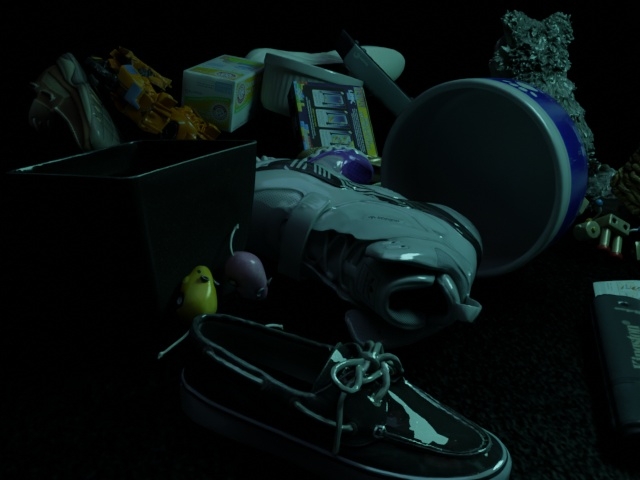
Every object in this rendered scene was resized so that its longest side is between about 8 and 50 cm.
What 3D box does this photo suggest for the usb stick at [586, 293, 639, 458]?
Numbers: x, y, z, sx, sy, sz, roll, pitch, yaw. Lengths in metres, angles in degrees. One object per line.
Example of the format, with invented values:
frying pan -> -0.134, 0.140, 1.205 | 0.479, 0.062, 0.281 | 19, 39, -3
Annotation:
usb stick -> 0.347, 0.139, 0.810 | 0.077, 0.045, 0.278 | 1, 25, 14

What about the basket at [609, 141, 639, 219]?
basket -> 0.651, -0.127, 1.194 | 0.299, 0.223, 0.213 | -7, 49, -41

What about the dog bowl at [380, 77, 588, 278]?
dog bowl -> 0.218, -0.088, 0.992 | 0.265, 0.265, 0.104 | 26, 27, 30

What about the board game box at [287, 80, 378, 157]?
board game box -> 0.020, -0.210, 1.335 | 0.141, 0.048, 0.170 | 2, 59, -18

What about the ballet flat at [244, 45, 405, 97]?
ballet flat -> 0.017, -0.374, 1.701 | 0.400, 0.139, 0.139 | -3, 28, -15

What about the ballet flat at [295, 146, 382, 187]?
ballet flat -> 0.059, -0.112, 1.219 | 0.206, 0.073, 0.067 | 5, 40, -2

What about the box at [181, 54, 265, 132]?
box -> -0.189, -0.302, 1.477 | 0.114, 0.103, 0.203 | 15, 26, 12

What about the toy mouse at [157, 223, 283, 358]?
toy mouse -> -0.079, 0.069, 0.749 | 0.031, 0.161, 0.143 | -9, -32, 43

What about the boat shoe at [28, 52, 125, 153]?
boat shoe -> -0.412, -0.200, 1.204 | 0.116, 0.123, 0.324 | -32, 39, -6

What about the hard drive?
hard drive -> 0.135, -0.345, 1.599 | 0.255, 0.054, 0.172 | 40, 15, -24

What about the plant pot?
plant pot -> -0.186, -0.010, 0.775 | 0.188, 0.167, 0.187 | 6, 20, 33

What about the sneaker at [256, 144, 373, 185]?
sneaker -> -0.015, -0.077, 1.102 | 0.236, 0.095, 0.104 | -11, 39, -28

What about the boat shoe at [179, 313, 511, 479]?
boat shoe -> 0.022, 0.137, 0.644 | 0.306, 0.105, 0.113 | 18, 27, 17

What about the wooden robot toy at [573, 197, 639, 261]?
wooden robot toy -> 0.436, -0.008, 1.153 | 0.173, 0.076, 0.079 | 28, -19, -16

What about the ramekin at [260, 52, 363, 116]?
ramekin -> -0.024, -0.301, 1.483 | 0.207, 0.109, 0.207 | 16, 12, -3

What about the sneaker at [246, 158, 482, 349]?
sneaker -> 0.022, 0.010, 0.867 | 0.366, 0.137, 0.210 | 13, 23, 0

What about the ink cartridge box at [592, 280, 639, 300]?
ink cartridge box -> 0.463, 0.103, 0.967 | 0.179, 0.045, 0.145 | -3, 23, 17

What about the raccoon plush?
raccoon plush -> 0.492, -0.269, 1.421 | 0.216, 0.299, 0.446 | -12, 33, -38

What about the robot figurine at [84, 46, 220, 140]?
robot figurine -> -0.296, -0.247, 1.277 | 0.211, 0.085, 0.291 | 32, 10, -47
